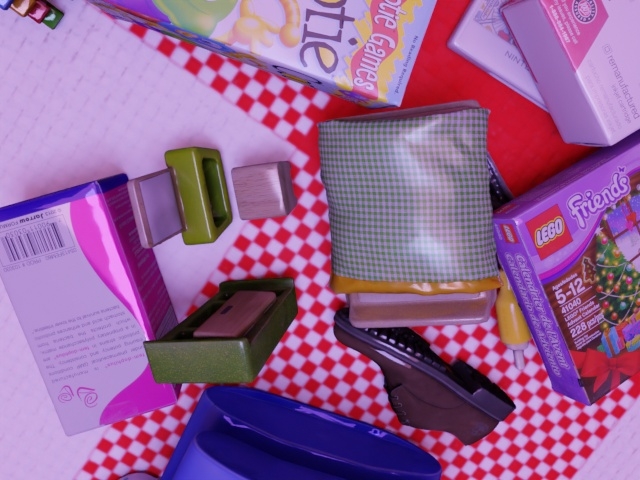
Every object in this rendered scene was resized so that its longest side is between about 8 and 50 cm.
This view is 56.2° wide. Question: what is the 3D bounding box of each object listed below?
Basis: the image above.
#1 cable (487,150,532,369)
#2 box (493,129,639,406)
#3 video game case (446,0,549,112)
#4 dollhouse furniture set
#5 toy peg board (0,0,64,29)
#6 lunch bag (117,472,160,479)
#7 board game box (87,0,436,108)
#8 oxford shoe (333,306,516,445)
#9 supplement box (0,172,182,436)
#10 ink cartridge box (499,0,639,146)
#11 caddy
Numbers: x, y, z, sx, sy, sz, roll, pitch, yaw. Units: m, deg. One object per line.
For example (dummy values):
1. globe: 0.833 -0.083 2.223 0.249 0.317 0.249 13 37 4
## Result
1. cable: 0.208 -0.012 0.624 0.139 0.072 0.287 -28 104 -1
2. box: 0.325 0.001 0.602 0.293 0.057 0.201 -29 100 -15
3. video game case: 0.272 -0.245 0.606 0.206 0.026 0.227 29 98 -10
4. dollhouse furniture set: 0.000 0.000 0.523 0.301 0.151 0.198 -5 104 18
5. toy peg board: -0.232 -0.254 0.506 0.079 0.161 0.161 35 97 -26
6. lunch bag: -0.228 0.382 0.666 0.219 0.090 0.176 -43 99 4
7. board game box: -0.046 -0.228 0.525 0.275 0.142 0.145 18 100 -7
8. oxford shoe: 0.097 0.155 0.647 0.227 0.083 0.096 35 101 -9
9. supplement box: -0.218 0.057 0.586 0.111 0.114 0.220 -16 101 -2
10. ink cartridge box: 0.308 -0.210 0.556 0.217 0.092 0.159 -32 103 1
11. caddy: -0.018 0.286 0.585 0.341 0.241 0.179 19 95 -7
